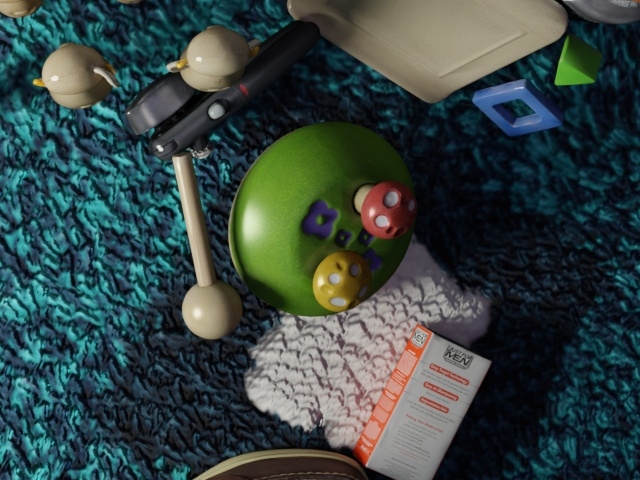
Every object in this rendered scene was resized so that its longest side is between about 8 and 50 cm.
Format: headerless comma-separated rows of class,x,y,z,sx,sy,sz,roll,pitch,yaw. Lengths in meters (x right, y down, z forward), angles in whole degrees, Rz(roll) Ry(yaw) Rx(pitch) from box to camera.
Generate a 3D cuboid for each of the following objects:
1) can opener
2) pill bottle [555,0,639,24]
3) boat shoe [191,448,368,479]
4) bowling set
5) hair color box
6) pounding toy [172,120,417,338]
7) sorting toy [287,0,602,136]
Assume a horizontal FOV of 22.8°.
can opener,-0.077,-0.133,1.378,0.186,0.059,0.073,-34,119,-8
pill bottle,0.231,-0.252,1.361,0.131,0.246,0.130,-3,101,-17
boat shoe,-0.104,0.274,1.414,0.342,0.123,0.123,-7,102,-17
bowling set,-0.205,-0.196,1.267,0.287,0.154,0.199,-14,93,-6
hair color box,0.096,0.158,1.501,0.072,0.043,0.141,27,92,-21
pounding toy,0.000,0.000,1.381,0.237,0.110,0.182,-11,113,-26
sorting toy,0.091,-0.208,1.370,0.348,0.196,0.047,30,61,-21
